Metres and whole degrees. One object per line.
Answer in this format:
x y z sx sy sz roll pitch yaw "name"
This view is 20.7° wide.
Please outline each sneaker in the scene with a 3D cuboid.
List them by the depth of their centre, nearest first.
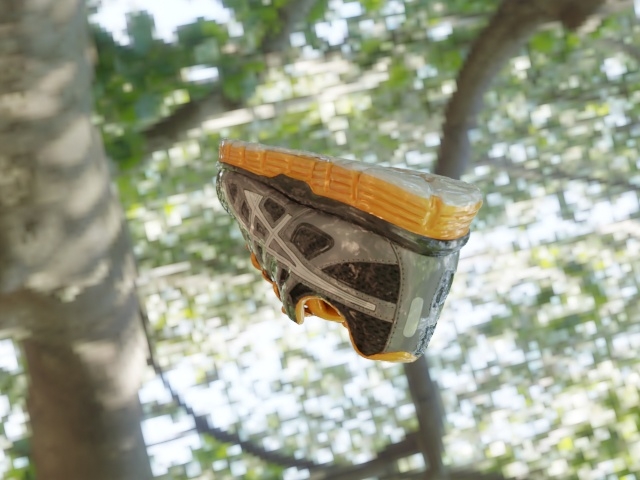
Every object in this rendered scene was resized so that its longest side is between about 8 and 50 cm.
0.000 0.000 0.822 0.215 0.084 0.083 -159 -102 -69 "sneaker"
